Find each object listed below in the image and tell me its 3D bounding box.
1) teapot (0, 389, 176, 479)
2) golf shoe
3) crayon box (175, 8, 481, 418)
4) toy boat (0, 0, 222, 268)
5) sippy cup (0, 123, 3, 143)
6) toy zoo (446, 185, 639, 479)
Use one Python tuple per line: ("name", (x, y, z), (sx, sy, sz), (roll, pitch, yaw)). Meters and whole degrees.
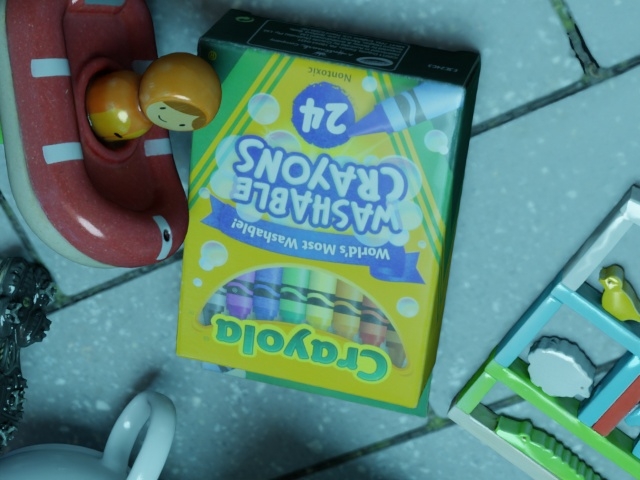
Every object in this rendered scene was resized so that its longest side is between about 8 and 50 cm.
("teapot", (-0.223, 0.258, 1.470), (0.256, 0.187, 0.252), (-6, 133, 10))
("golf shoe", (-0.291, 0.107, 1.439), (0.094, 0.198, 0.077), (3, 151, 32))
("crayon box", (0.000, 0.000, 1.348), (0.203, 0.083, 0.323), (11, 117, 11))
("toy boat", (-0.139, -0.096, 1.254), (0.151, 0.151, 0.231), (-8, 92, 31))
("sippy cup", (-0.369, -0.102, 1.273), (0.305, 0.224, 0.240), (-31, 108, -14))
("toy zoo", (0.257, 0.089, 1.346), (0.192, 0.030, 0.293), (36, 118, -3))
